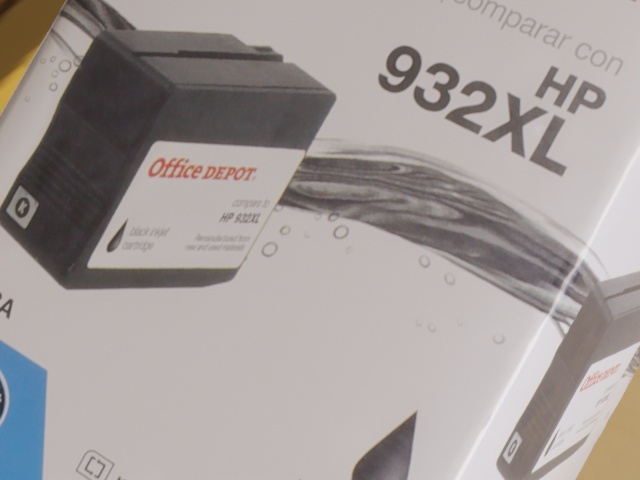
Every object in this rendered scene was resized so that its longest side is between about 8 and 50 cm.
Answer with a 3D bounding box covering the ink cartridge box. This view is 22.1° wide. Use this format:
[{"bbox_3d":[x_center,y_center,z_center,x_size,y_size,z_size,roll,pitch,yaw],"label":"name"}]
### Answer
[{"bbox_3d":[0.000,0.000,0.595,0.223,0.129,0.307,29,-92,26],"label":"ink cartridge box"}]
